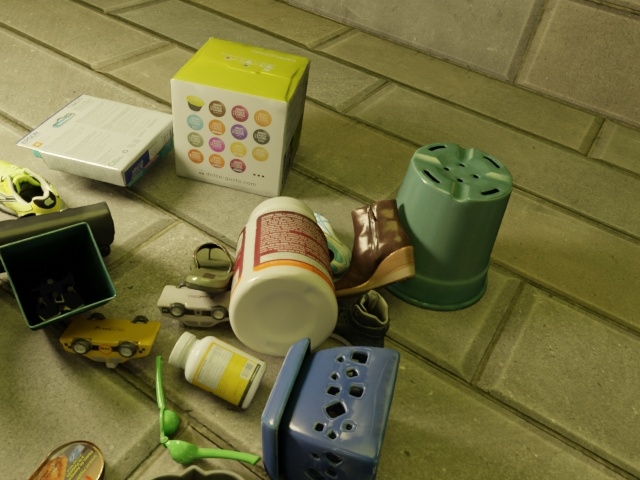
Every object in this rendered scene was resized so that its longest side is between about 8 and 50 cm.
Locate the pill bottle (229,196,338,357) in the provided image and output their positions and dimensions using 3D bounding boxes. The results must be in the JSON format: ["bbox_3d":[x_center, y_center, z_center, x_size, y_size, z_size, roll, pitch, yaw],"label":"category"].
[{"bbox_3d":[-0.086,0.063,1.242,0.224,0.224,0.392,4,29,-7],"label":"pill bottle"}]

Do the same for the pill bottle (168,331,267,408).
[{"bbox_3d":[-0.210,0.260,1.096,0.184,0.103,0.103,25,42,3],"label":"pill bottle"}]

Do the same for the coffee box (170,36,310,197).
[{"bbox_3d":[-0.240,-0.390,1.673,0.338,0.334,0.338,13,41,3],"label":"coffee box"}]

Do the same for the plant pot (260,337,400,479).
[{"bbox_3d":[0.015,0.332,0.987,0.212,0.235,0.236,12,41,11],"label":"plant pot"}]

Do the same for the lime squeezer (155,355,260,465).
[{"bbox_3d":[-0.262,0.348,1.020,0.310,0.059,0.110,35,76,28],"label":"lime squeezer"}]

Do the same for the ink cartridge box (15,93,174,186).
[{"bbox_3d":[-0.641,-0.303,1.577,0.330,0.071,0.324,14,43,9],"label":"ink cartridge box"}]

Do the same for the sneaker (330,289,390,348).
[{"bbox_3d":[0.058,0.162,1.238,0.226,0.163,0.086,27,45,21],"label":"sneaker"}]

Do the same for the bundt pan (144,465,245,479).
[{"bbox_3d":[-0.199,0.524,0.800,0.331,0.124,0.330,6,41,-6],"label":"bundt pan"}]

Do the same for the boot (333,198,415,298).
[{"bbox_3d":[0.107,0.026,1.340,0.249,0.090,0.206,-21,74,20],"label":"boot"}]

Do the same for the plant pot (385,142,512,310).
[{"bbox_3d":[0.323,-0.052,1.406,0.341,0.334,0.341,5,41,-4],"label":"plant pot"}]

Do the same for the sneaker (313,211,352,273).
[{"bbox_3d":[0.000,0.000,1.468,0.086,0.085,0.237,-13,44,-31],"label":"sneaker"}]

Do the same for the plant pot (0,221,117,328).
[{"bbox_3d":[-0.554,0.092,1.125,0.166,0.234,0.165,-22,86,-32],"label":"plant pot"}]

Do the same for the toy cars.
[{"bbox_3d":[-0.355,0.189,1.184,0.394,0.087,0.176,-19,37,-36],"label":"toy cars"}]

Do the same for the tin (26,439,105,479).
[{"bbox_3d":[-0.452,0.435,0.918,0.106,0.040,0.189,17,41,14],"label":"tin"}]

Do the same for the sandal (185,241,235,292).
[{"bbox_3d":[-0.256,0.052,1.289,0.120,0.086,0.303,3,10,-10],"label":"sandal"}]

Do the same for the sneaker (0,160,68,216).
[{"bbox_3d":[-0.789,-0.142,1.422,0.385,0.147,0.145,30,46,23],"label":"sneaker"}]

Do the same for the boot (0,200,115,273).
[{"bbox_3d":[-0.661,-0.002,1.127,0.445,0.367,0.146,-9,85,-31],"label":"boot"}]

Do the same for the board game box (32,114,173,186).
[{"bbox_3d":[-0.680,-0.313,1.691,0.336,0.079,0.253,18,42,9],"label":"board game box"}]
